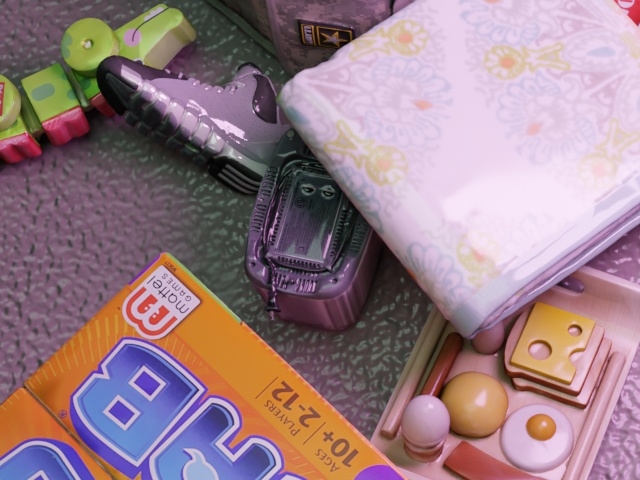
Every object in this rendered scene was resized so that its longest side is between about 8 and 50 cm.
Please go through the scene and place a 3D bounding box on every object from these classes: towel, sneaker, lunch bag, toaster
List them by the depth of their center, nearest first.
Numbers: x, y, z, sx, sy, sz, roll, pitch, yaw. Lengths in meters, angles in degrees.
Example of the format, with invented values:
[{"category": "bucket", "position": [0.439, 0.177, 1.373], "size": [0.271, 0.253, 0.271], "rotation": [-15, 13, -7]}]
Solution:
[{"category": "towel", "position": [0.193, -0.119, 1.784], "size": [0.374, 0.090, 0.320], "rotation": [-34, 73, -20]}, {"category": "toaster", "position": [0.000, 0.000, 1.846], "size": [0.129, 0.146, 0.227], "rotation": [10, 70, 13]}, {"category": "lunch bag", "position": [-0.012, -0.302, 1.917], "size": [0.169, 0.235, 0.287], "rotation": [-43, 68, -14]}, {"category": "sneaker", "position": [-0.133, -0.162, 1.945], "size": [0.229, 0.086, 0.132], "rotation": [36, 63, -14]}]

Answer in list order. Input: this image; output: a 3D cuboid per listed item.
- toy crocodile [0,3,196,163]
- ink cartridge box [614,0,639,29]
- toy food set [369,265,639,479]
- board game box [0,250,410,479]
[{"category": "toy crocodile", "position": [-0.292, -0.159, 1.973], "size": [0.340, 0.115, 0.105], "rotation": [-29, 73, 0]}, {"category": "ink cartridge box", "position": [0.368, -0.243, 1.926], "size": [0.261, 0.066, 0.296], "rotation": [24, 75, 16]}, {"category": "toy food set", "position": [0.189, 0.139, 1.765], "size": [0.220, 0.092, 0.306], "rotation": [19, 59, 15]}, {"category": "board game box", "position": [-0.119, 0.302, 1.635], "size": [0.356, 0.356, 0.356], "rotation": [-44, 69, -10]}]
